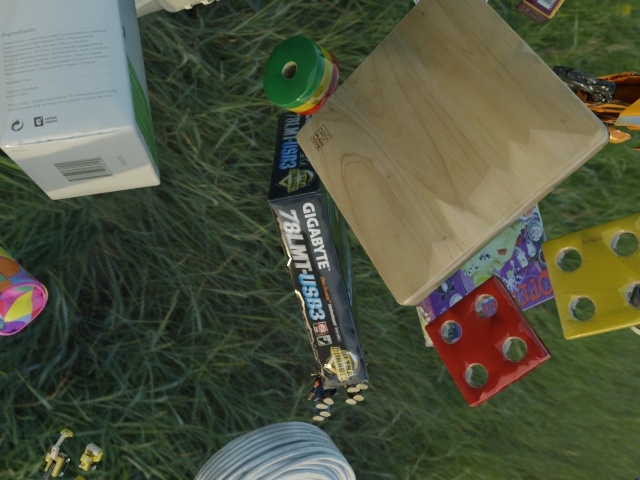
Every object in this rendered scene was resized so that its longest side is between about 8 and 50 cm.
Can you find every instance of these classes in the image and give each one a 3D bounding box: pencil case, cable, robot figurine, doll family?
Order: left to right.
[{"bbox_3d":[-0.502,0.040,0.997,0.104,0.236,0.104,-41,153,-26],"label":"pencil case"},{"bbox_3d":[-0.075,0.397,1.075,0.257,0.089,0.257,26,105,-38],"label":"cable"},{"bbox_3d":[0.033,0.270,1.351,0.076,0.193,0.111,36,34,-39],"label":"doll family"},{"bbox_3d":[0.393,-0.160,0.877,0.211,0.291,0.085,12,89,-56],"label":"robot figurine"}]

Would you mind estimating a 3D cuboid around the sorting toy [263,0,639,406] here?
[{"bbox_3d":[0.073,-0.046,0.379,0.132,0.274,0.046,-44,147,22],"label":"sorting toy"}]

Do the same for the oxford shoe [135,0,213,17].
[{"bbox_3d":[-0.207,-0.456,1.171,0.130,0.449,0.169,51,21,-44],"label":"oxford shoe"}]

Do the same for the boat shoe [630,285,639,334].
[{"bbox_3d":[0.424,0.026,0.759,0.206,0.075,0.065,-37,138,-3],"label":"boat shoe"}]

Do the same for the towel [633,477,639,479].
[{"bbox_3d":[0.355,0.439,0.888,0.034,0.209,0.285,46,24,2],"label":"towel"}]

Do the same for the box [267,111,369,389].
[{"bbox_3d":[0.000,0.000,0.967,0.073,0.295,0.293,-12,119,6],"label":"box"}]

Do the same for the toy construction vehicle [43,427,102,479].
[{"bbox_3d":[-0.381,0.349,1.054,0.098,0.086,0.035,-64,158,3],"label":"toy construction vehicle"}]

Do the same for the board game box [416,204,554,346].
[{"bbox_3d":[0.308,0.049,1.299,0.347,0.056,0.208,-16,95,-35],"label":"board game box"}]

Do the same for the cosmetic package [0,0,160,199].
[{"bbox_3d":[-0.313,-0.259,0.871,0.155,0.197,0.365,-9,77,-6],"label":"cosmetic package"}]

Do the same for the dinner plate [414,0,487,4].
[{"bbox_3d":[0.231,-0.448,1.239,0.141,0.141,0.017,-63,176,-11],"label":"dinner plate"}]

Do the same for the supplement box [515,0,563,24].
[{"bbox_3d":[0.287,-0.313,0.884,0.055,0.043,0.083,-57,179,13],"label":"supplement box"}]
